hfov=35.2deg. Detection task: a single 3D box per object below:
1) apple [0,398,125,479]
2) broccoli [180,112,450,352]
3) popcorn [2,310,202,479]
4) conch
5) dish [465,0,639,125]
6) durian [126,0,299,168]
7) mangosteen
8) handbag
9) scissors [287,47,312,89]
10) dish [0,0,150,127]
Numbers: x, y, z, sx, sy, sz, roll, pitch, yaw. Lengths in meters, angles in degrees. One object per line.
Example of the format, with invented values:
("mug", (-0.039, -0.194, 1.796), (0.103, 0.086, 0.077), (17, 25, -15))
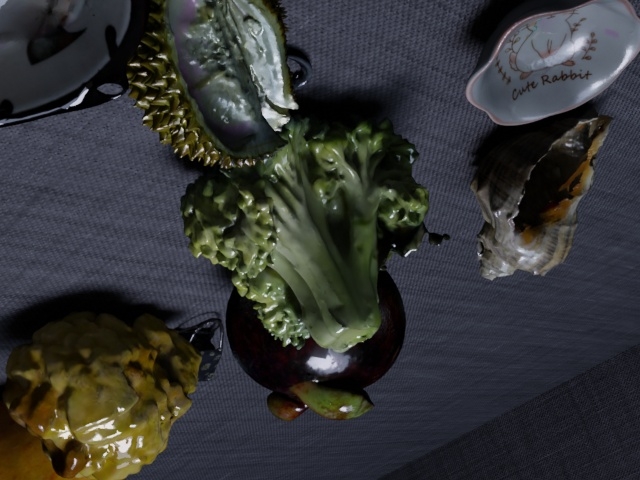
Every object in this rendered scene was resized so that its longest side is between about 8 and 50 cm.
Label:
("apple", (-0.494, 0.402, 1.750), (0.299, 0.299, 0.275), (-42, 176, 41))
("broccoli", (0.002, -0.005, 1.245), (0.293, 0.281, 0.348), (-23, 157, 10))
("popcorn", (-0.319, 0.232, 1.546), (0.225, 0.265, 0.332), (-2, -167, 40))
("conch", (0.302, -0.077, 1.492), (0.210, 0.159, 0.291), (20, 97, -43))
("dish", (0.271, -0.237, 1.210), (0.229, 0.081, 0.229), (-14, 152, -8))
("durian", (-0.120, -0.188, 0.955), (0.137, 0.237, 0.193), (14, -156, 37))
("mangosteen", (-0.007, 0.137, 1.543), (0.288, 0.288, 0.288), (-16, 156, -8))
("handbag", (-0.215, 0.178, 1.751), (0.115, 0.072, 0.139), (6, 133, -41))
("scissors", (-0.139, -0.182, 1.083), (0.300, 0.022, 0.109), (3, 144, -40))
("dish", (-0.278, -0.209, 0.796), (0.303, 0.120, 0.303), (-16, 156, -8))
